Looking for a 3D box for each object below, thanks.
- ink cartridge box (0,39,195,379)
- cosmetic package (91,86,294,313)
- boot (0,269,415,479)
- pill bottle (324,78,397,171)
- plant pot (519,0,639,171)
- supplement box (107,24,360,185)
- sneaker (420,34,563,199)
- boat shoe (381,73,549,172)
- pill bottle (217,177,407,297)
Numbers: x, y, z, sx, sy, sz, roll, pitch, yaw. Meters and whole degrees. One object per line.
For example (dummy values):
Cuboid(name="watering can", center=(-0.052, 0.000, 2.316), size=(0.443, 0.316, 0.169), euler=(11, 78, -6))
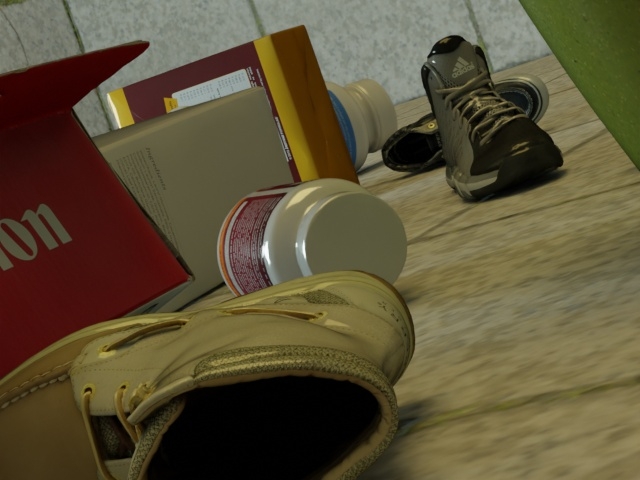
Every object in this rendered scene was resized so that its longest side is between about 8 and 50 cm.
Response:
Cuboid(name="ink cartridge box", center=(-0.210, 0.042, 0.864), size=(0.272, 0.130, 0.309), euler=(-37, -3, 28))
Cuboid(name="cosmetic package", center=(-0.182, -0.012, 1.495), size=(0.197, 0.155, 0.365), euler=(-16, 6, 28))
Cuboid(name="boot", center=(-0.066, 0.078, 0.690), size=(0.213, 0.077, 0.165), euler=(-19, 8, 7))
Cuboid(name="pill bottle", center=(-0.018, -0.123, 2.140), size=(0.221, 0.124, 0.124), euler=(-22, 6, -27))
Cuboid(name="plant pot", center=(0.207, -0.160, 0.880), size=(0.275, 0.293, 0.275), euler=(-20, 6, 2))
Cuboid(name="supplement box", center=(-0.090, -0.103, 1.849), size=(0.194, 0.191, 0.129), euler=(-17, 6, 19))
Cuboid(name="sneaker", center=(0.128, -0.109, 1.464), size=(0.086, 0.132, 0.229), euler=(-21, 6, -8))
Cuboid(name="boat shoe", center=(0.152, -0.117, 1.841), size=(0.183, 0.065, 0.083), euler=(-24, 3, 37))
Cuboid(name="pill bottle", center=(-0.005, 0.005, 1.084), size=(0.086, 0.086, 0.152), euler=(-22, 6, -18))
